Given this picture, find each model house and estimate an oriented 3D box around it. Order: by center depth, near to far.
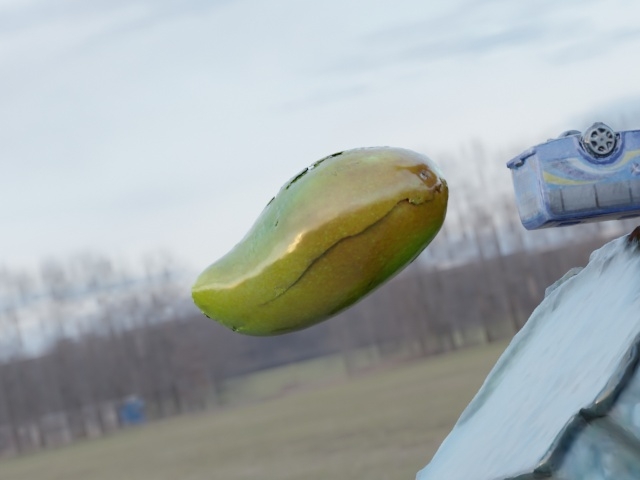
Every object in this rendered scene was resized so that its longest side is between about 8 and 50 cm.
[{"bbox_3d":[0.327,0.200,1.667,0.297,0.339,0.360,-51,6,-23],"label":"model house"}]

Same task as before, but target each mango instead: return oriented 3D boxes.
[{"bbox_3d":[0.000,0.000,1.604,0.233,0.125,0.111,-26,29,-3],"label":"mango"}]

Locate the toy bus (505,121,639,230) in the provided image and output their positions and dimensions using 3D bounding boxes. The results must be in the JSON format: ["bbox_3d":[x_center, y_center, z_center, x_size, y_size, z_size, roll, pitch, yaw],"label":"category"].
[{"bbox_3d":[0.292,-0.062,1.777,0.236,0.094,0.079,-6,-1,-15],"label":"toy bus"}]
